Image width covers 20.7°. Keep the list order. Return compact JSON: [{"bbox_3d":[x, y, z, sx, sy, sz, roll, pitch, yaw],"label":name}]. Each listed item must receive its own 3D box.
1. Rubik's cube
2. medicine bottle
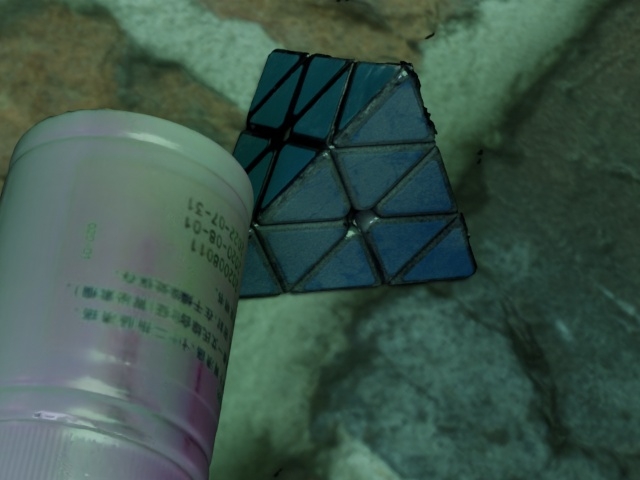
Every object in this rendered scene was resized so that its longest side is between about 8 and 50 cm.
[{"bbox_3d":[0.000,0.000,1.145,0.178,0.211,0.190,-42,108,-11],"label":"Rubik's cube"},{"bbox_3d":[-0.129,0.069,0.999,0.152,0.152,0.254,16,58,-12],"label":"medicine bottle"}]
